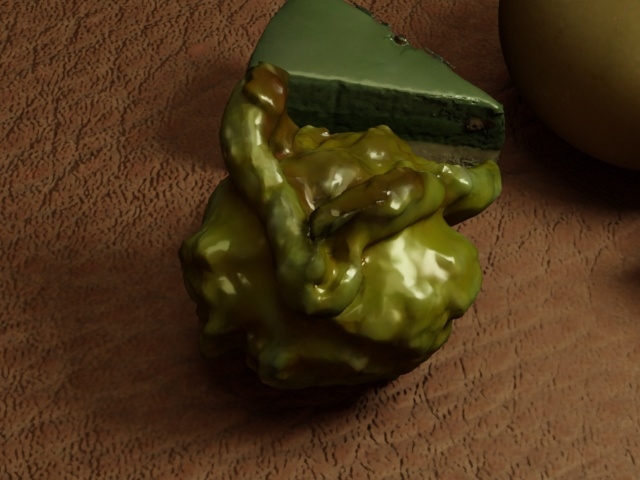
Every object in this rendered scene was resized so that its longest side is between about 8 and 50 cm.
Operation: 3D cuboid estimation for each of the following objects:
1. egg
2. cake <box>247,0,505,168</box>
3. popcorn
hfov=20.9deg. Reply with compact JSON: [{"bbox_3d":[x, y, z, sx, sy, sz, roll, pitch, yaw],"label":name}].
[{"bbox_3d":[0.358,-0.226,1.890,0.301,0.301,0.374,-16,42,-17],"label":"egg"},{"bbox_3d":[0.041,-0.124,1.889,0.283,0.158,0.172,33,54,21],"label":"cake"},{"bbox_3d":[0.006,0.007,1.706,0.321,0.290,0.325,20,3,-36],"label":"popcorn"}]
